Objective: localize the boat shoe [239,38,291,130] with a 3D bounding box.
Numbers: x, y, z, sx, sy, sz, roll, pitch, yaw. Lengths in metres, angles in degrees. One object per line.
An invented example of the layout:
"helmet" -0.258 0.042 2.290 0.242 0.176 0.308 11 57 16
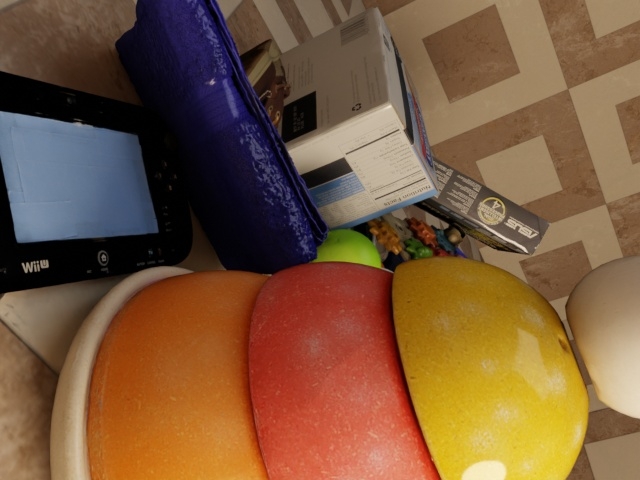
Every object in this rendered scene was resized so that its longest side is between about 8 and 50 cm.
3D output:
"boat shoe" -0.100 -0.202 0.914 0.123 0.123 0.342 60 15 -21

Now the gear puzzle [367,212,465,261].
"gear puzzle" 0.205 -0.001 1.277 0.339 0.044 0.175 15 38 -47

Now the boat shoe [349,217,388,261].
"boat shoe" 0.089 -0.078 1.314 0.084 0.095 0.258 38 34 -63

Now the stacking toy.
"stacking toy" 0.076 0.121 0.491 0.350 0.480 0.350 52 25 -37

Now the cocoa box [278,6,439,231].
"cocoa box" 0.065 -0.231 1.202 0.228 0.232 0.347 52 26 -39

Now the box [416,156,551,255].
"box" 0.316 -0.100 1.498 0.395 0.097 0.318 30 0 0

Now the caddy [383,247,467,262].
"caddy" 0.282 0.139 1.466 0.241 0.179 0.341 24 31 -49

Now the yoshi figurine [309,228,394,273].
"yoshi figurine" 0.078 0.064 1.027 0.203 0.204 0.362 56 19 13

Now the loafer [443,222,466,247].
"loafer" 0.324 -0.013 1.498 0.056 0.050 0.148 48 20 2

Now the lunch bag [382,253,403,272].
"lunch bag" 0.152 0.082 1.362 0.067 0.065 0.098 46 26 -14

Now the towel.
"towel" -0.110 -0.112 0.673 0.228 0.076 0.308 -3 -67 64

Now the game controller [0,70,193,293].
"game controller" -0.210 -0.048 0.532 0.319 0.067 0.166 -9 79 -70
